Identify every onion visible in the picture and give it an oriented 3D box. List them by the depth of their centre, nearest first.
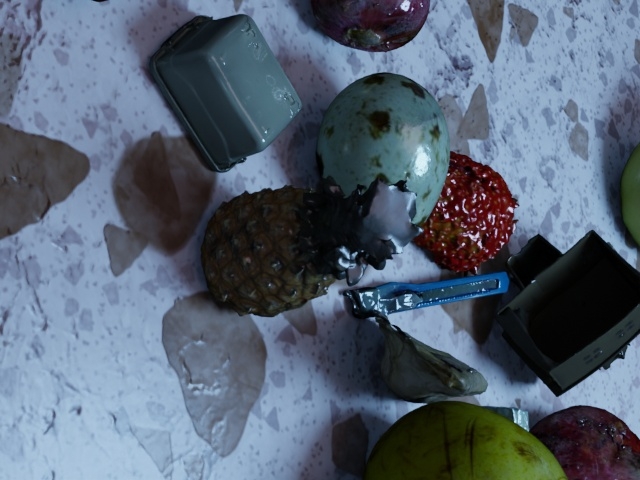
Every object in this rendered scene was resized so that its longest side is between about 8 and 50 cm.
[{"bbox_3d":[0.072,-0.341,1.787,0.159,0.159,0.195,33,60,-39],"label":"onion"},{"bbox_3d":[0.392,0.351,1.952,0.252,0.219,0.252,23,57,-41],"label":"onion"}]

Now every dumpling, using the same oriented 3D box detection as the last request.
[{"bbox_3d":[0.120,0.162,1.744,0.086,0.166,0.332,-60,166,-4],"label":"dumpling"}]

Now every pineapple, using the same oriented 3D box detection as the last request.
[{"bbox_3d":[0.000,0.000,1.554,0.158,0.278,0.158,16,69,-46],"label":"pineapple"}]

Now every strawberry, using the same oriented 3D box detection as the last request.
[{"bbox_3d":[0.185,-0.066,1.893,0.228,0.098,0.174,43,53,-34],"label":"strawberry"}]

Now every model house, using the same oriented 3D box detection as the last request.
[{"bbox_3d":[0.379,0.111,2.018,0.204,0.211,0.243,52,4,33],"label":"model house"}]

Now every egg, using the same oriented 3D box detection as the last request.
[{"bbox_3d":[0.078,-0.096,1.737,0.169,0.169,0.231,-16,111,-47],"label":"egg"}]

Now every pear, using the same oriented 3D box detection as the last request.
[{"bbox_3d":[0.173,0.339,1.693,0.283,0.283,0.283,11,75,-45],"label":"pear"}]

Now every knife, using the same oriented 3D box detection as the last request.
[{"bbox_3d":[0.149,0.069,1.854,0.296,0.026,0.044,-8,93,-37],"label":"knife"}]

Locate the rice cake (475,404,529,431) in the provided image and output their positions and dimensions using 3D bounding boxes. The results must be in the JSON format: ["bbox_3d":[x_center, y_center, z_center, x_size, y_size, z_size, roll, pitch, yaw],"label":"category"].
[{"bbox_3d":[0.226,0.328,1.856,0.038,0.124,0.211,16,77,-40],"label":"rice cake"}]

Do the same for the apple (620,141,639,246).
[{"bbox_3d":[0.623,-0.083,2.249,0.279,0.279,0.279,11,75,-45],"label":"apple"}]

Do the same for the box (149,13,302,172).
[{"bbox_3d":[-0.102,-0.178,1.610,0.172,0.093,0.124,58,48,-23],"label":"box"}]
